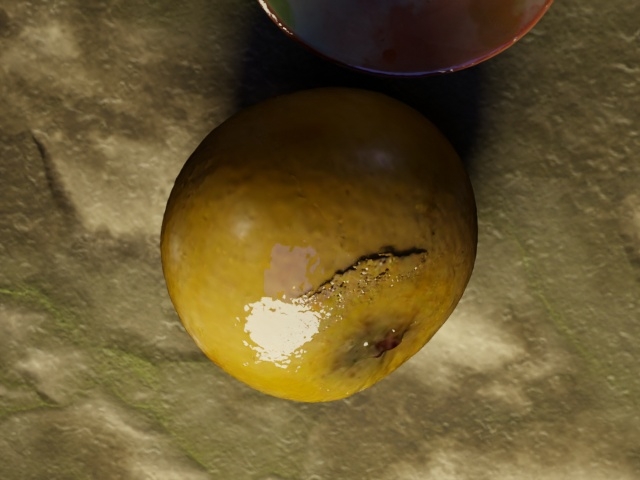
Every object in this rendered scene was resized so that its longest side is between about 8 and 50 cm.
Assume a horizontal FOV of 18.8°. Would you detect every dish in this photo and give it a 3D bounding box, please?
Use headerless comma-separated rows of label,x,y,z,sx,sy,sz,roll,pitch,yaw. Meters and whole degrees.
dish,0.066,-0.259,1.500,0.260,0.085,0.260,2,125,2

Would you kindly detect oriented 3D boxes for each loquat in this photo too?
loquat,0.000,0.000,1.560,0.263,0.263,0.263,6,117,11
